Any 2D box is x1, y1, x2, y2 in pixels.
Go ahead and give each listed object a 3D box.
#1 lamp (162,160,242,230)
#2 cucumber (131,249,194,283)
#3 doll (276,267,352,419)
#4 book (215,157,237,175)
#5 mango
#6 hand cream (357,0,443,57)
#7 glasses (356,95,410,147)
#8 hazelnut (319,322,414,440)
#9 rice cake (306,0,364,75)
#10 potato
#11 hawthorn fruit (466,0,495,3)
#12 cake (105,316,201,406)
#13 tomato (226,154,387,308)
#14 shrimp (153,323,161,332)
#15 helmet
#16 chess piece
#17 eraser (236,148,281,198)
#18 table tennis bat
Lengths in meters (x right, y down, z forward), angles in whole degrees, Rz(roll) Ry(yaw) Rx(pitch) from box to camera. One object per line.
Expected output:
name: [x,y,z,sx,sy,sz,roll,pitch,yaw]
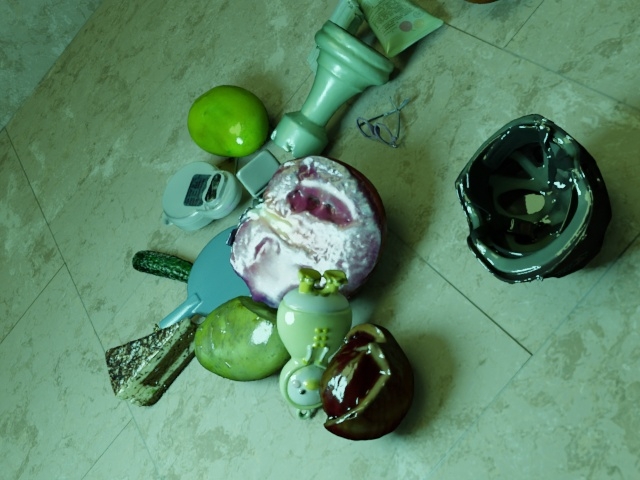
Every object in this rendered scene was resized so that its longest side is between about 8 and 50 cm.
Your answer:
lamp: [-0.286,-0.106,2.093,0.246,0.108,0.179,1,69,40]
cucumber: [-0.370,0.067,2.108,0.293,0.067,0.067,9,70,47]
doll: [-0.013,0.194,1.556,0.117,0.141,0.296,-153,64,-67]
book: [-0.264,-0.132,2.185,0.118,0.012,0.172,-24,48,31]
mango: [-0.226,-0.304,2.166,0.273,0.149,0.185,16,68,44]
hand cream: [0.162,-0.536,1.986,0.147,0.093,0.306,-32,43,2]
glasses: [0.151,-0.265,1.852,0.104,0.062,0.140,-40,35,-19]
hazelnut: [0.073,0.242,1.456,0.170,0.160,0.202,-35,49,24]
rice cake: [0.038,-0.492,2.059,0.211,0.038,0.124,-59,33,32]
potato: [-0.142,0.197,1.716,0.298,0.141,0.176,-12,78,44]
hawthorn fruit: [0.329,-0.627,1.772,0.262,0.258,0.258,27,82,23]
cake: [-0.358,0.281,1.904,0.246,0.112,0.135,-23,59,23]
tomato: [-0.001,0.004,1.698,0.289,0.176,0.335,40,104,21]
shrimp: [-0.366,0.232,2.016,0.083,0.023,0.114,-36,47,17]
helmet: [0.361,-0.044,1.362,0.225,0.177,0.305,-35,49,31]
chess piece: [0.014,-0.326,1.929,0.299,0.194,0.194,-57,38,12]
eraser: [-0.111,-0.127,1.814,0.089,0.061,0.352,-41,-4,0]
table tennis bat: [-0.238,0.096,1.939,0.329,0.044,0.215,-43,52,4]
